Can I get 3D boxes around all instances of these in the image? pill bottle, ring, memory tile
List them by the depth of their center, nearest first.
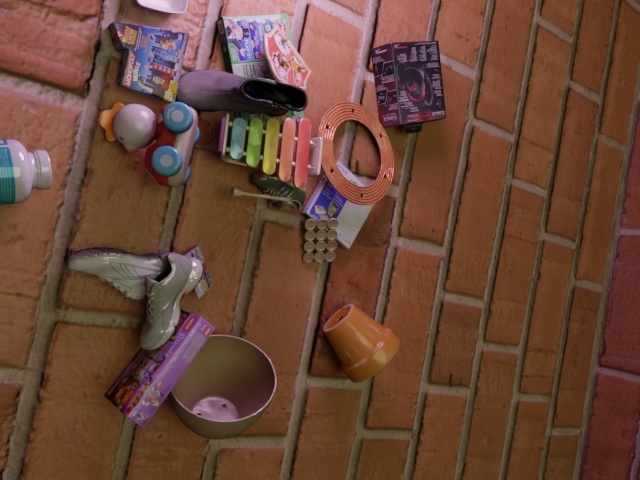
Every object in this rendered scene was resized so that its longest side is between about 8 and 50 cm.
[{"bbox_3d":[-0.742,-0.148,1.362,0.264,0.146,0.146,-8,98,-33],"label":"pill bottle"},{"bbox_3d":[0.000,0.000,1.927,0.113,0.012,0.148,-3,112,-20],"label":"memory tile"},{"bbox_3d":[0.112,-0.276,1.972,0.336,0.032,0.337,10,74,-39],"label":"ring"}]

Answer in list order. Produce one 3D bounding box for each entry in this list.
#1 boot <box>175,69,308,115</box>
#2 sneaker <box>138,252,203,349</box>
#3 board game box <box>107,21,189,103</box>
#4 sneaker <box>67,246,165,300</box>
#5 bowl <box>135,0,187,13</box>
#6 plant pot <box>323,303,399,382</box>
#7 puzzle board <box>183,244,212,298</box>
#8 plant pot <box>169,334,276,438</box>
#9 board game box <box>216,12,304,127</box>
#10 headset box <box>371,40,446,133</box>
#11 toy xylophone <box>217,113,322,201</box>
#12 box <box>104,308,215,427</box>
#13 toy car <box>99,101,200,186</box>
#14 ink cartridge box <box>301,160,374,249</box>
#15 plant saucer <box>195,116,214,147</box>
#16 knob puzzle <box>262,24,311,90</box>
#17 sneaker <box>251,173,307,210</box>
[{"bbox_3d":[-0.214,-0.395,1.619,0.338,0.222,0.118,0,99,-13],"label":"boot"},{"bbox_3d":[-0.410,0.146,1.562,0.121,0.099,0.262,30,82,-45],"label":"sneaker"},{"bbox_3d":[-0.455,-0.473,1.588,0.194,0.060,0.194,14,86,-33],"label":"board game box"},{"bbox_3d":[-0.493,0.088,1.576,0.297,0.111,0.129,11,92,-34],"label":"sneaker"},{"bbox_3d":[-0.419,-0.662,1.604,0.142,0.053,0.142,0,94,-34],"label":"bowl"},{"bbox_3d":[0.114,0.312,1.964,0.188,0.205,0.205,48,67,-10],"label":"plant pot"},{"bbox_3d":[-0.335,0.085,1.702,0.096,0.011,0.128,-55,131,-68],"label":"puzzle board"},{"bbox_3d":[-0.277,0.426,1.675,0.284,0.284,0.191,-13,136,-33],"label":"plant pot"},{"bbox_3d":[-0.168,-0.487,1.793,0.213,0.046,0.317,-16,102,-33],"label":"board game box"},{"bbox_3d":[0.300,-0.509,2.072,0.218,0.110,0.293,-15,101,-33],"label":"headset box"},{"bbox_3d":[-0.144,-0.231,1.736,0.322,0.081,0.236,-1,88,-31],"label":"toy xylophone"},{"bbox_3d":[-0.415,0.313,1.585,0.057,0.201,0.293,45,68,-28],"label":"box"},{"bbox_3d":[-0.443,-0.258,1.562,0.237,0.219,0.210,14,87,-5],"label":"toy car"},{"bbox_3d":[0.065,-0.112,1.978,0.206,0.045,0.208,40,73,-29],"label":"ink cartridge box"},{"bbox_3d":[-0.334,-0.299,1.711,0.083,0.013,0.084,-3,96,-34],"label":"plant saucer"},{"bbox_3d":[-0.093,-0.504,1.738,0.213,0.030,0.213,35,44,-42],"label":"knob puzzle"},{"bbox_3d":[-0.122,-0.138,1.835,0.192,0.064,0.086,12,82,-38],"label":"sneaker"}]
